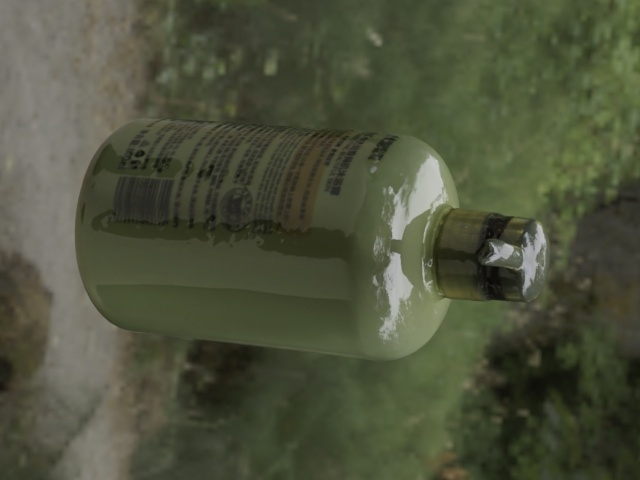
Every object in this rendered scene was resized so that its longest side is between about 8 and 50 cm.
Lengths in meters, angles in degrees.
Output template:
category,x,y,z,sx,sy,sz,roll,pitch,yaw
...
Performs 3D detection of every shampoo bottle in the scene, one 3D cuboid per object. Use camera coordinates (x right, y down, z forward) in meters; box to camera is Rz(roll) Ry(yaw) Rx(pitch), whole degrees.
category,x,y,z,sx,sy,sz,roll,pitch,yaw
shampoo bottle,0.000,0.000,0.571,0.079,0.162,0.079,5,90,-66
